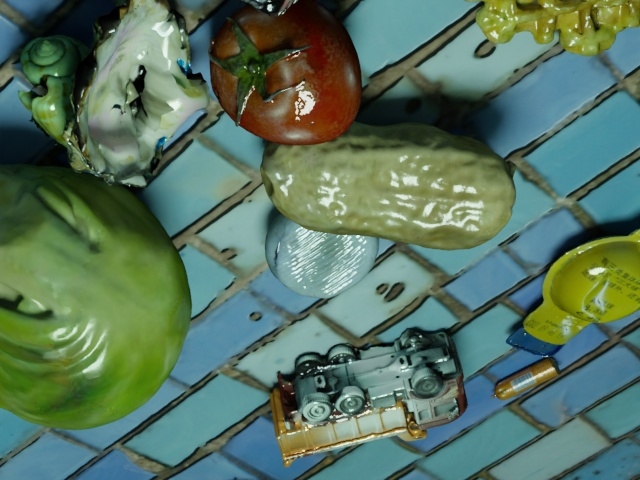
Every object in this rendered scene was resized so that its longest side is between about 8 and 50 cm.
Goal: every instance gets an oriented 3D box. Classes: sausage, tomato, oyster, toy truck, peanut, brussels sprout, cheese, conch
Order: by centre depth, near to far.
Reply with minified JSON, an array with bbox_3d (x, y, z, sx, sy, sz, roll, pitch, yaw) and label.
[{"bbox_3d":[-0.193,-0.154,1.372,0.092,0.198,0.259,22,169,23],"label":"oyster"},{"bbox_3d":[-0.027,-0.176,1.403,0.167,0.167,0.167,-6,135,-6],"label":"tomato"},{"bbox_3d":[-0.268,-0.143,1.411,0.079,0.106,0.170,16,149,27],"label":"conch"},{"bbox_3d":[-0.307,0.070,1.496,0.344,0.268,0.344,-1,135,-1],"label":"brussels sprout"},{"bbox_3d":[0.075,-0.067,1.528,0.291,0.159,0.143,6,89,-5],"label":"peanut"},{"bbox_3d":[0.361,0.075,1.790,0.177,0.069,0.270,20,130,-28],"label":"cheese"},{"bbox_3d":[0.065,0.218,1.836,0.270,0.114,0.135,-13,132,1],"label":"toy truck"},{"bbox_3d":[0.295,0.204,1.933,0.107,0.031,0.031,-28,134,17],"label":"sausage"}]

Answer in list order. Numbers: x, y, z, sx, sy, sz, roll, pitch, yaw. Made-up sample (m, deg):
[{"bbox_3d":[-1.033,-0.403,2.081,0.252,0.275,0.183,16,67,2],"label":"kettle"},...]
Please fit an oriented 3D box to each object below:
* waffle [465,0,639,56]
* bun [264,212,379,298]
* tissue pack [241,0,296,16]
[{"bbox_3d":[0.293,-0.316,1.376,0.302,0.068,0.325,21,134,-34],"label":"waffle"},{"bbox_3d":[0.000,0.000,1.628,0.140,0.083,0.141,-4,125,-6],"label":"bun"},{"bbox_3d":[-0.048,-0.378,1.206,0.245,0.123,0.332,23,129,-24],"label":"tissue pack"}]
